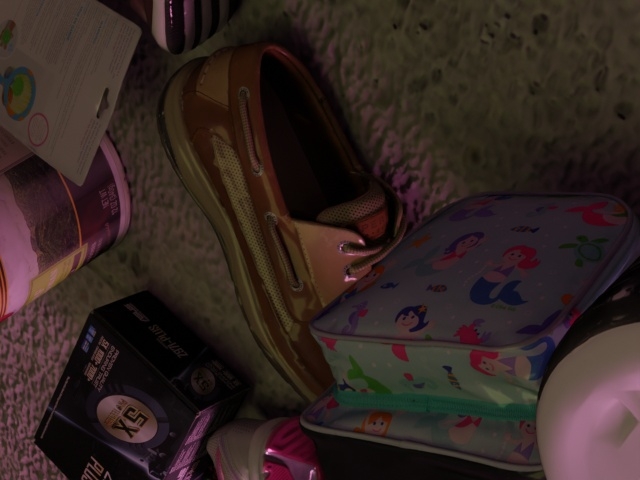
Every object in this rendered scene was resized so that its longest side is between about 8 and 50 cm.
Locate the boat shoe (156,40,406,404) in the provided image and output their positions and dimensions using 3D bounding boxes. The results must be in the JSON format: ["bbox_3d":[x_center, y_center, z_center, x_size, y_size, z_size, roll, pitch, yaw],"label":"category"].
[{"bbox_3d":[0.000,0.000,1.046,0.120,0.122,0.324,-23,102,48],"label":"boat shoe"}]

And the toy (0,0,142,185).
[{"bbox_3d":[-0.228,-0.155,1.190,0.237,0.056,0.136,34,108,34],"label":"toy"}]

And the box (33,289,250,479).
[{"bbox_3d":[-0.171,0.165,1.335,0.147,0.077,0.180,41,123,20],"label":"box"}]

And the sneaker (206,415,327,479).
[{"bbox_3d":[-0.037,0.261,1.314,0.111,0.103,0.252,14,122,44],"label":"sneaker"}]

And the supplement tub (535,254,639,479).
[{"bbox_3d":[0.256,0.033,0.647,0.194,0.316,0.193,28,136,30],"label":"supplement tub"}]

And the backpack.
[{"bbox_3d":[0.132,0.075,0.863,0.225,0.253,0.191,3,116,46],"label":"backpack"}]

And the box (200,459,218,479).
[{"bbox_3d":[-0.126,0.301,1.470,0.159,0.044,0.233,48,142,7],"label":"box"}]

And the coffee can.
[{"bbox_3d":[-0.334,-0.011,1.249,0.202,0.275,0.201,27,136,29],"label":"coffee can"}]

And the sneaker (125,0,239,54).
[{"bbox_3d":[-0.138,-0.273,0.986,0.162,0.106,0.281,35,140,26],"label":"sneaker"}]
